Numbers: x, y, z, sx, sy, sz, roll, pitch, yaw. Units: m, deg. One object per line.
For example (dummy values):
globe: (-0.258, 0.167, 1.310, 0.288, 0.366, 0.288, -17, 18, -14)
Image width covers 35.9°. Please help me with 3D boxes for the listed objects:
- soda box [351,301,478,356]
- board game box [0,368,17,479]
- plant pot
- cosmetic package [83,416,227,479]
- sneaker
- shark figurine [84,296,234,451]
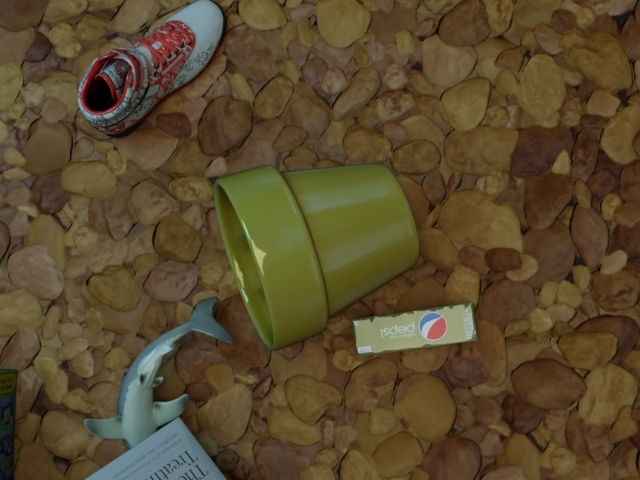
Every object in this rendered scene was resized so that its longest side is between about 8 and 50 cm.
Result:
soda box: (0.139, 0.132, 1.460, 0.181, 0.061, 0.058, -8, 85, 4)
board game box: (-0.497, 0.292, 1.363, 0.046, 0.317, 0.213, 2, 86, 2)
plant pot: (0.000, 0.000, 1.400, 0.239, 0.254, 0.254, -18, 85, -12)
cosmetic package: (-0.247, 0.442, 1.263, 0.377, 0.097, 0.284, -31, 79, -43)
sneaker: (-0.250, -0.268, 1.475, 0.090, 0.145, 0.270, 45, 89, 6)
shark figurine: (-0.256, 0.201, 1.469, 0.166, 0.116, 0.278, 20, 96, -28)
